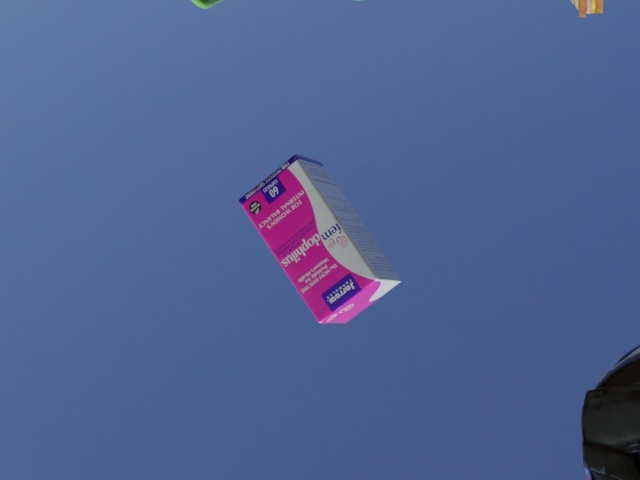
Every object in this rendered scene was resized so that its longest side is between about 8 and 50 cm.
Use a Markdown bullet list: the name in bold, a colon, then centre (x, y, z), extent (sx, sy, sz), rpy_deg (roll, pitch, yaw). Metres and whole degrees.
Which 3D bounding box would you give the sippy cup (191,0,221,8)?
- **sippy cup**: centre (-0.012, -0.343, 1.178), extent (0.240, 0.306, 0.224), rpy_deg (25, -156, 20)

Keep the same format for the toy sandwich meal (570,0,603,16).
- **toy sandwich meal**: centre (0.230, -0.231, 1.042), extent (0.029, 0.086, 0.086), rpy_deg (10, -127, 17)

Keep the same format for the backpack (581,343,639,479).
- **backpack**: centre (0.358, 0.178, 1.044), extent (0.263, 0.213, 0.277), rpy_deg (-7, -95, 15)

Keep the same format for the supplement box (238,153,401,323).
- **supplement box**: centre (0.000, 0.000, 1.771), extent (0.111, 0.114, 0.220), rpy_deg (-38, -104, 14)
